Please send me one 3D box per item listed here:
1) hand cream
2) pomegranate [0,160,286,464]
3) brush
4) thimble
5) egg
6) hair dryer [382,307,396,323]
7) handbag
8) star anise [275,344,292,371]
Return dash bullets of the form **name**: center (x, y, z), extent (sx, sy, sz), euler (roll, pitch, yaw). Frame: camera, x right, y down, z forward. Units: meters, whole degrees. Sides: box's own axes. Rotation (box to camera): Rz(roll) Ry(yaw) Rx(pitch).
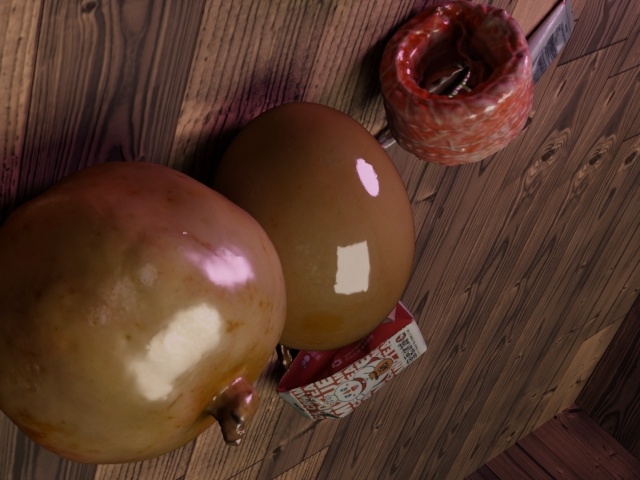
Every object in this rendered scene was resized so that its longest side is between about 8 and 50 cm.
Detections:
- **hand cream**: center (0.356, -0.295, 2.345), extent (0.340, 0.078, 0.124), euler (-53, 155, -7)
- **pomegranate**: center (-0.225, 0.103, 1.610), extent (0.411, 0.411, 0.411), euler (-36, 153, -22)
- **brush**: center (0.149, -0.190, 2.161), extent (0.301, 0.071, 0.084), euler (-38, 157, -7)
- **thimble**: center (0.211, -0.244, 1.980), extent (0.239, 0.239, 0.162), euler (-43, 152, -9)
- **egg**: center (-0.013, -0.018, 1.859), extent (0.301, 0.301, 0.374), euler (-30, 132, -32)
- **hair dryer**: center (0.000, 0.000, 2.117), extent (0.352, 0.125, 0.210), euler (20, 73, -42)
- **handbag**: center (0.045, 0.224, 2.514), extent (0.298, 0.151, 0.171), euler (-37, 150, -5)
- **star anise**: center (-0.075, 0.122, 2.202), extent (0.212, 0.111, 0.196), euler (-9, 124, -15)
